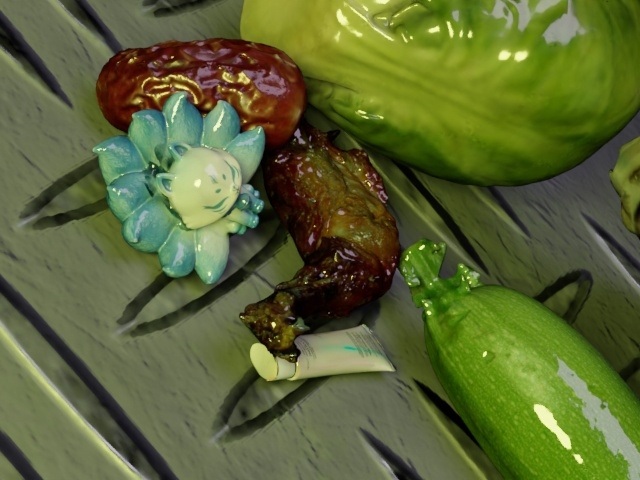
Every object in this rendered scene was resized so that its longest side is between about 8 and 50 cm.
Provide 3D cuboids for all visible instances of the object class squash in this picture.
[{"bbox_3d":[0.174,0.150,1.233,0.379,0.101,0.101,52,33,13],"label":"squash"}]

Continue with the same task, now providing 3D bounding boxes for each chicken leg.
[{"bbox_3d":[0.000,0.000,1.228,0.106,0.051,0.253,34,28,-18],"label":"chicken leg"}]

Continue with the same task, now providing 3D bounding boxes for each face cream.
[{"bbox_3d":[0.003,0.068,1.199,0.115,0.020,0.038,-4,52,-50],"label":"face cream"}]

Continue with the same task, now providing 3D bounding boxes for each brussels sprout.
[{"bbox_3d":[0.087,-0.150,1.358,0.271,0.210,0.219,9,56,-26],"label":"brussels sprout"}]

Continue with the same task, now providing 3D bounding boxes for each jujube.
[{"bbox_3d":[-0.073,-0.088,1.221,0.129,0.077,0.077,2,47,-11],"label":"jujube"}]

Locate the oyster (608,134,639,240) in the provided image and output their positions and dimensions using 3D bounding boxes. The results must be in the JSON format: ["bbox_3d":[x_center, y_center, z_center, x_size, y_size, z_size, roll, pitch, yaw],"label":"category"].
[{"bbox_3d":[0.261,0.015,1.309,0.114,0.351,0.238,2,50,-4],"label":"oyster"}]

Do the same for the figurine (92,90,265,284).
[{"bbox_3d":[-0.086,-0.036,1.158,0.114,0.079,0.114,-7,102,-34],"label":"figurine"}]
